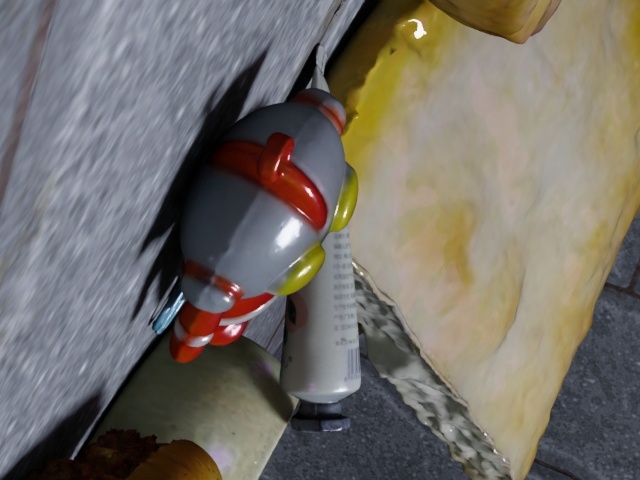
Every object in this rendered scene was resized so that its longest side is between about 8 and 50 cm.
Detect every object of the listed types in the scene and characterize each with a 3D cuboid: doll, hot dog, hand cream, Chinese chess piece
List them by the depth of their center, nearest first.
[{"bbox_3d":[-0.031,-0.009,0.830,0.142,0.076,0.245,-60,-179,-17],"label":"doll"},{"bbox_3d":[-0.116,0.142,0.832,0.102,0.076,0.249,-21,180,13],"label":"hot dog"},{"bbox_3d":[0.000,0.000,1.008,0.080,0.050,0.234,-25,115,-88],"label":"hand cream"},{"bbox_3d":[-0.107,0.173,1.070,0.250,0.101,0.250,-61,178,-4],"label":"Chinese chess piece"}]

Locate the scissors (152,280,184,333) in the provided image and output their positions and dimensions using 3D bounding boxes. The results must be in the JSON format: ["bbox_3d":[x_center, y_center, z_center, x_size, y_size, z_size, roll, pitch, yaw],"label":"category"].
[{"bbox_3d":[-0.064,0.005,0.967,0.119,0.014,0.058,-56,178,-6],"label":"scissors"}]

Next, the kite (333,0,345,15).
[{"bbox_3d":[0.066,-0.229,0.883,0.250,0.012,0.229,-60,176,-3],"label":"kite"}]

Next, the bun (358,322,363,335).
[{"bbox_3d":[0.026,-0.005,1.375,0.193,0.128,0.178,-47,172,-19],"label":"bun"}]

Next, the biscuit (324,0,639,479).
[{"bbox_3d":[0.133,-0.072,1.259,0.429,0.104,0.446,43,67,-49],"label":"biscuit"}]

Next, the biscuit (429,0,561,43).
[{"bbox_3d":[0.131,-0.244,0.841,0.296,0.102,0.296,-60,171,-16],"label":"biscuit"}]
